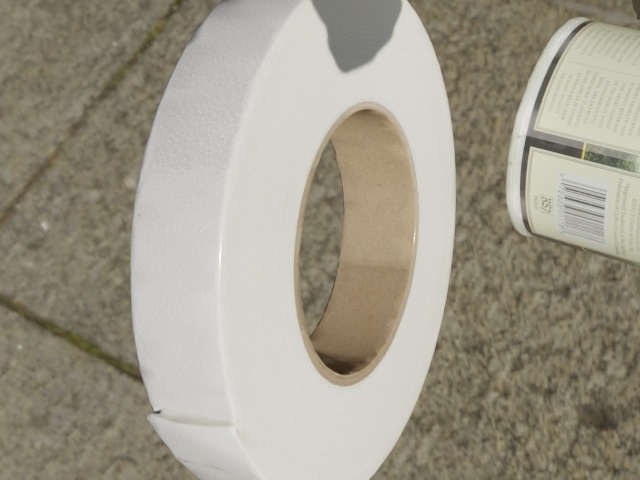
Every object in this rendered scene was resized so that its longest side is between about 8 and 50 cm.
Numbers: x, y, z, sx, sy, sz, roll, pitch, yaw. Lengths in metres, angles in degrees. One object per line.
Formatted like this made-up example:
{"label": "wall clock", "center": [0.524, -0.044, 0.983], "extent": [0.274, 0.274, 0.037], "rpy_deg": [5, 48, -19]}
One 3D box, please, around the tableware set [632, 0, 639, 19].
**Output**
{"label": "tableware set", "center": [0.450, -0.386, 1.545], "extent": [0.020, 0.141, 0.168], "rpy_deg": [-3, 74, -21]}

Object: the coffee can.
{"label": "coffee can", "center": [0.322, -0.064, 0.964], "extent": [0.275, 0.201, 0.201], "rpy_deg": [18, 64, 28]}

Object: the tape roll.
{"label": "tape roll", "center": [0.000, 0.000, 0.855], "extent": [0.072, 0.392, 0.392], "rpy_deg": [6, 59, 26]}
